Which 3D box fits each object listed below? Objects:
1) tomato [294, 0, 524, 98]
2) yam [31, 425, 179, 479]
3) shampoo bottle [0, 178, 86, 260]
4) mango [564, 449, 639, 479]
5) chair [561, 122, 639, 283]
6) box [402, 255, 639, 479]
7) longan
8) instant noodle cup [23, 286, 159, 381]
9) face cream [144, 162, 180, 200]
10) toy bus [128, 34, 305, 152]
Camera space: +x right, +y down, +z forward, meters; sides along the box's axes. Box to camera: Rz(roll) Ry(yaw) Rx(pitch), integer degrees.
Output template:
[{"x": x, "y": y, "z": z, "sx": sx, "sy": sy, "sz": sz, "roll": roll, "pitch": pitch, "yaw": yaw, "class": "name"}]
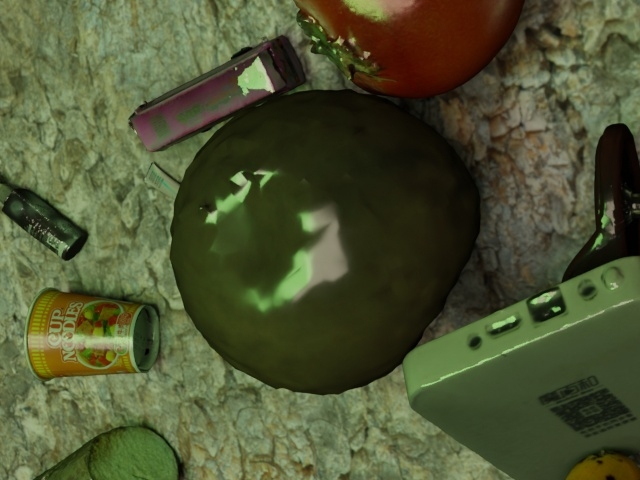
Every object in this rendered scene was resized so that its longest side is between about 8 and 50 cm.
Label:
[{"x": 0.114, "y": -0.347, "z": 1.437, "sx": 0.322, "sy": 0.321, "sz": 0.321, "roll": 6, "pitch": 105, "yaw": 22, "class": "tomato"}, {"x": -0.405, "y": 0.447, "z": 1.926, "sx": 0.304, "sy": 0.168, "sz": 0.168, "roll": -36, "pitch": 88, "yaw": 28, "class": "yam"}, {"x": -0.499, "y": -0.045, "z": 1.891, "sx": 0.208, "sy": 0.063, "sz": 0.057, "roll": 35, "pitch": 103, "yaw": 12, "class": "shampoo bottle"}, {"x": 0.380, "y": 0.376, "z": 1.517, "sx": 0.115, "sy": 0.090, "sz": 0.178, "roll": 24, "pitch": 95, "yaw": 0, "class": "mango"}, {"x": 0.497, "y": -0.045, "z": 1.382, "sx": 0.401, "sy": 0.226, "sz": 0.226, "roll": -4, "pitch": 102, "yaw": 24, "class": "chair"}, {"x": 0.344, "y": 0.185, "z": 1.464, "sx": 0.367, "sy": 0.090, "sz": 0.373, "roll": -28, "pitch": 135, "yaw": 25, "class": "box"}, {"x": -0.009, "y": -0.001, "z": 1.504, "sx": 0.404, "sy": 0.404, "sz": 0.436, "roll": 39, "pitch": 135, "yaw": 10, "class": "longan"}, {"x": -0.375, "y": 0.162, "z": 1.851, "sx": 0.185, "sy": 0.168, "sz": 0.168, "roll": 2, "pitch": 104, "yaw": 15, "class": "instant noodle cup"}, {"x": -0.240, "y": -0.082, "z": 1.794, "sx": 0.115, "sy": 0.020, "sz": 0.038, "roll": 34, "pitch": 115, "yaw": 13, "class": "face cream"}, {"x": -0.165, "y": -0.219, "z": 1.683, "sx": 0.274, "sy": 0.112, "sz": 0.090, "roll": -23, "pitch": 101, "yaw": 26, "class": "toy bus"}]
